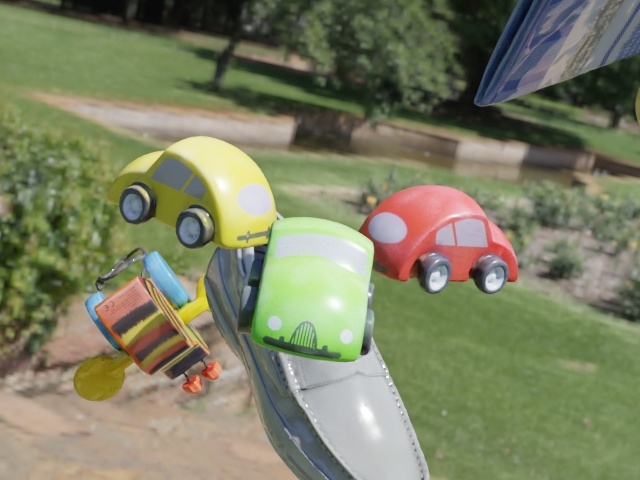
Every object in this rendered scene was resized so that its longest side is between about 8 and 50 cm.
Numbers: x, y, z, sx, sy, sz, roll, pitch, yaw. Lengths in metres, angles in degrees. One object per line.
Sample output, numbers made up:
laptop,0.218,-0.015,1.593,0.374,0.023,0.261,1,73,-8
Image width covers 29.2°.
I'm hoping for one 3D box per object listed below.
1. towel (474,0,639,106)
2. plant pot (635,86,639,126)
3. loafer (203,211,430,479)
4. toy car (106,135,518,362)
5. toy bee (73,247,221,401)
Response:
towel,0.269,-0.219,1.028,0.285,0.209,0.034,-22,66,-25
plant pot,0.386,-0.110,1.232,0.134,0.134,0.095,13,45,0
loafer,-0.004,0.098,1.022,0.112,0.111,0.319,-8,45,-35
toy car,0.000,0.000,0.622,0.239,0.053,0.225,11,15,-3
toy bee,-0.157,0.092,1.301,0.162,0.195,0.298,54,18,-9
